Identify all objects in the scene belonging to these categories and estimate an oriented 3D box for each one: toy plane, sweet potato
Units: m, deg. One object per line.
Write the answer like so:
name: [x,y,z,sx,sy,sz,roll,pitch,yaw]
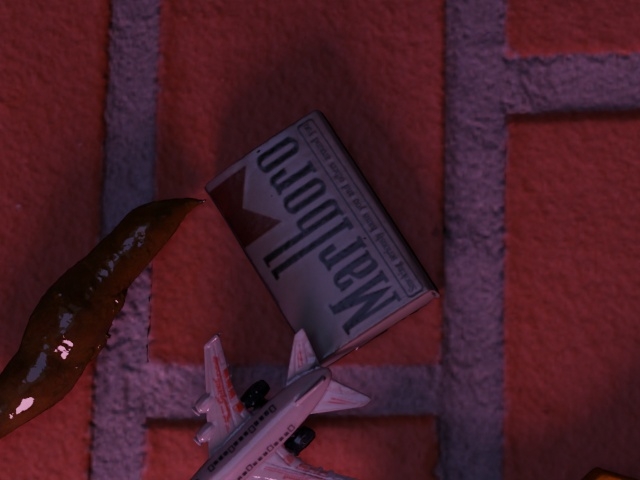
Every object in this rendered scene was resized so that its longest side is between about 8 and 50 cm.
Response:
toy plane: [-0.049,0.154,1.476,0.171,0.065,0.162,-44,91,10]
sweet potato: [-0.193,0.060,1.531,0.067,0.067,0.274,38,84,16]

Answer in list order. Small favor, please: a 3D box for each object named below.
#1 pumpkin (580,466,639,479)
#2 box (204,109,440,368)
pumpkin: [0.183,0.287,1.393,0.258,0.095,0.290,-31,72,10]
box: [0.000,0.000,1.513,0.115,0.036,0.177,-34,76,5]
